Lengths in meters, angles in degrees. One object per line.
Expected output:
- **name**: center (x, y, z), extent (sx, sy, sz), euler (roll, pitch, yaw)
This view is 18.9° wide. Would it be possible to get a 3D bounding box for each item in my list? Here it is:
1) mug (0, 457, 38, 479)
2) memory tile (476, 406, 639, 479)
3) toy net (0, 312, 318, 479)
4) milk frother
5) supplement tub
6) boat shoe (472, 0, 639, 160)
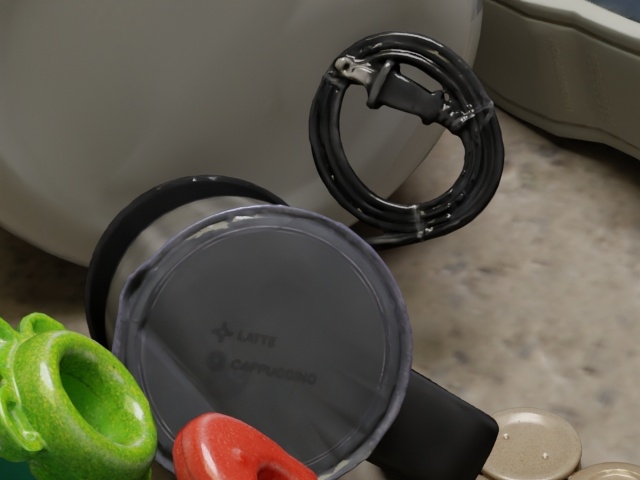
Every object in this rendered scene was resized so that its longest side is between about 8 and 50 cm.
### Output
- **mug**: center (-0.132, 0.102, 0.514), extent (0.158, 0.097, 0.129), euler (20, 36, 5)
- **memory tile**: center (0.079, 0.109, 0.577), extent (0.113, 0.012, 0.148), euler (-32, 45, -32)
- **toy net**: center (0.012, 0.109, 0.341), extent (0.045, 0.232, 0.122), euler (-38, 33, 20)
- **milk frother**: center (0.000, 0.000, 0.594), extent (0.129, 0.143, 0.135), euler (11, 3, -12)
- **supplement tub**: center (-0.074, -0.157, 0.777), extent (0.207, 0.207, 0.338), euler (-9, 38, -8)
- **boat shoe**: center (0.151, -0.061, 0.731), extent (0.079, 0.095, 0.254), euler (-36, 38, -20)
